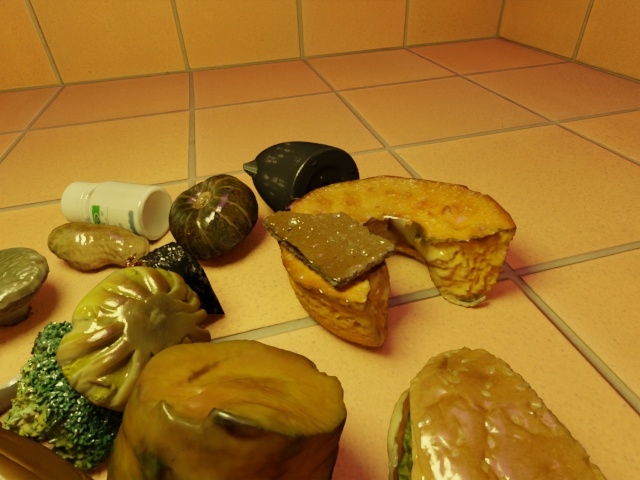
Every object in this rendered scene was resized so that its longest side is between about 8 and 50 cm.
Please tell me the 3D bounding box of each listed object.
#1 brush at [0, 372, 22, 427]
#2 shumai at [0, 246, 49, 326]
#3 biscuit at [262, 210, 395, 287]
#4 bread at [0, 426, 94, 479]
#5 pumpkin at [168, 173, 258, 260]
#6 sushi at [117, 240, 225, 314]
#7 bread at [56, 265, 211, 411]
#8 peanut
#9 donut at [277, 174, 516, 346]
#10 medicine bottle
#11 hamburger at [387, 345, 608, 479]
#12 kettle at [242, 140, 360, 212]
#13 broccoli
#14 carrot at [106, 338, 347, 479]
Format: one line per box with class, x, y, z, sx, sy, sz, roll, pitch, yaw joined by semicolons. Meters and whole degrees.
brush;-0.486;0.250;0.633;0.050;0.060;0.321;34;50;23
shumai;-0.614;0.111;0.772;0.201;0.120;0.201;-5;37;4
biscuit;0.006;-0.007;0.709;0.131;0.026;0.236;-28;41;-25
bread;-0.395;0.307;0.394;0.278;0.250;0.225;16;73;-1
pumpkin;-0.243;-0.051;0.940;0.218;0.162;0.219;-19;43;18
sushi;-0.303;0.093;0.754;0.150;0.153;0.172;-34;53;-23
bread;-0.249;0.134;0.576;0.104;0.213;0.213;-36;22;33
peanut;-0.500;0.016;0.911;0.225;0.095;0.108;4;76;-1
donut;0.128;0.016;0.816;0.434;0.164;0.378;-18;39;-15
medicine bottle;-0.506;-0.079;1.001;0.236;0.139;0.139;7;38;13
hamburger;0.177;0.287;0.454;0.208;0.162;0.330;-16;44;-18
kettle;-0.046;-0.153;1.048;0.268;0.208;0.290;4;15;-41
broccoli;-0.381;0.239;0.596;0.194;0.194;0.220;-23;65;-24
carrot;-0.115;0.272;0.450;0.241;0.341;0.241;17;13;-4
